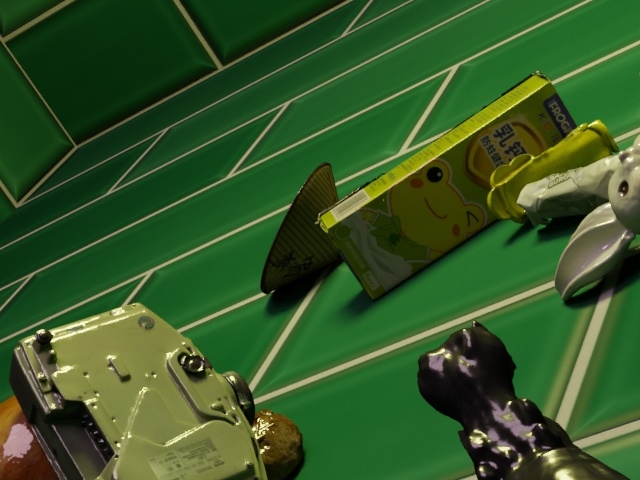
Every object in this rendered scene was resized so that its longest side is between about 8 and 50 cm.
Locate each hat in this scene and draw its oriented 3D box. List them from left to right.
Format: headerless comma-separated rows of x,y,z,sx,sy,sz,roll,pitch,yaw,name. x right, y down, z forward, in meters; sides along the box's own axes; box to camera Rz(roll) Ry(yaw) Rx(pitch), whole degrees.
0.000,0.000,2.172,0.193,0.082,0.193,-59,-10,-18,hat

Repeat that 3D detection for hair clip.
0.257,-0.079,1.891,0.173,0.072,0.046,-35,6,-20,hair clip

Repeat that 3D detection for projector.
-0.157,0.178,1.575,0.194,0.269,0.088,-18,-34,-31,projector

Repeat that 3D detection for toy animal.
0.169,0.187,1.063,0.106,0.168,0.343,-37,30,-3,toy animal
0.300,-0.040,1.593,0.221,0.131,0.103,-30,30,23,toy animal

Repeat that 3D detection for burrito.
0.293,-0.055,1.767,0.203,0.064,0.064,-15,24,50,burrito

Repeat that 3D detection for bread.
-0.060,0.208,1.677,0.082,0.060,0.113,-36,14,-1,bread

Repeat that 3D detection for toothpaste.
0.158,-0.065,1.970,0.327,0.110,0.077,-33,14,1,toothpaste

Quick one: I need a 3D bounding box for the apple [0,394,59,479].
-0.262,0.249,1.675,0.211,0.211,0.188,-17,21,47,apple
